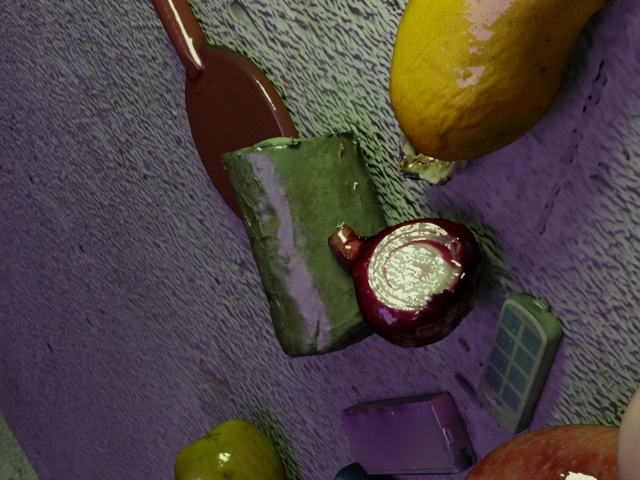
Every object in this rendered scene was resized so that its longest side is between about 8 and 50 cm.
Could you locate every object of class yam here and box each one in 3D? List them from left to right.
[{"bbox_3d":[0.000,0.000,1.665,0.195,0.195,0.300,-6,104,59],"label":"yam"}]

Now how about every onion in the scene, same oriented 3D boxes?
[{"bbox_3d":[0.100,0.047,1.542,0.198,0.173,0.135,25,150,31],"label":"onion"}]

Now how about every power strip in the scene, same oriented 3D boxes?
[{"bbox_3d":[0.120,0.280,1.806,0.279,0.037,0.109,-20,93,60],"label":"power strip"},{"bbox_3d":[0.238,0.157,1.543,0.080,0.029,0.227,45,144,33],"label":"power strip"}]

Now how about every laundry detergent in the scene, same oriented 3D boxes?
[{"bbox_3d":[0.104,0.408,1.895,0.206,0.061,0.097,19,123,52],"label":"laundry detergent"}]

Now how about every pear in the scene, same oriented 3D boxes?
[{"bbox_3d":[-0.154,0.418,2.193,0.200,0.200,0.200,36,138,41],"label":"pear"}]

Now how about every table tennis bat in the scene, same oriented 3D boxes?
[{"bbox_3d":[-0.142,-0.195,1.896,0.415,0.051,0.268,62,149,6],"label":"table tennis bat"}]

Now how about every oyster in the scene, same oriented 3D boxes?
[{"bbox_3d":[0.138,-0.115,1.498,0.148,0.051,0.103,-13,87,51],"label":"oyster"}]

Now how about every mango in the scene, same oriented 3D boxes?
[{"bbox_3d":[0.176,-0.216,1.287,0.187,0.144,0.359,43,138,15],"label":"mango"}]

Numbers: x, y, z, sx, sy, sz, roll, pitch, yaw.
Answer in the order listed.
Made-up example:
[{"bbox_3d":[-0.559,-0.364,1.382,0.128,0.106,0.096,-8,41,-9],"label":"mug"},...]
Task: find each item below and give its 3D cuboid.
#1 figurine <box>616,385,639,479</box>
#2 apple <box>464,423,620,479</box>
[{"bbox_3d":[0.376,0.210,1.107,0.211,0.269,0.261,-41,62,25],"label":"figurine"},{"bbox_3d":[0.314,0.349,1.345,0.344,0.269,0.345,1,92,50],"label":"apple"}]
